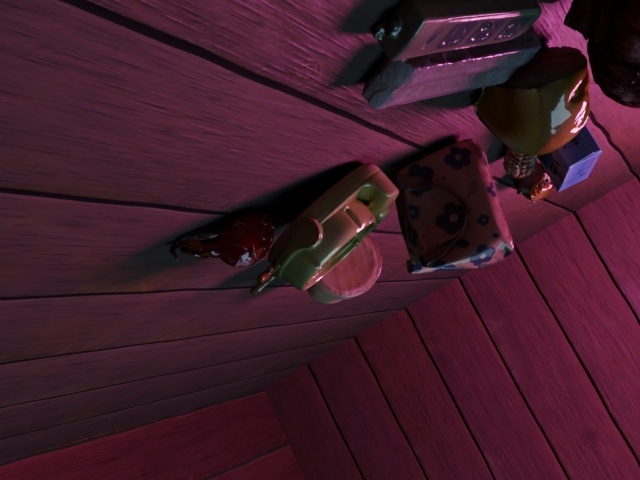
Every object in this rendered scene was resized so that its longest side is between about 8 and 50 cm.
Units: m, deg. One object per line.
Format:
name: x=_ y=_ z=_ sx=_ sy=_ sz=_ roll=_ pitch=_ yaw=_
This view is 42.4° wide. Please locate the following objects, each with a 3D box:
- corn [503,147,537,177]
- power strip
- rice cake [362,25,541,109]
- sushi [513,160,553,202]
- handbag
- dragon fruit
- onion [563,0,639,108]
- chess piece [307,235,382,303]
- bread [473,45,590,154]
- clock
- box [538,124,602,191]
corn: x=0.458 y=-0.202 z=1.859 sx=0.079 sy=0.080 sz=0.237 roll=-27 pitch=164 yaw=-1
power strip: x=0.192 y=-0.289 z=1.086 sx=0.285 sy=0.048 sz=0.080 roll=-18 pitch=165 yaw=-38
rice cake: x=0.196 y=-0.254 z=1.209 sx=0.297 sy=0.050 sz=0.106 roll=-18 pitch=164 yaw=-36
sushi: x=0.570 y=-0.153 z=2.210 sx=0.097 sy=0.103 sz=0.226 roll=-53 pitch=165 yaw=-6
handbag: x=0.249 y=-0.055 z=1.652 sx=0.193 sy=0.252 sz=0.190 roll=-15 pitch=172 yaw=-11
dragon fruit: x=-0.165 y=0.011 z=1.436 sx=0.190 sy=0.094 sz=0.094 roll=-18 pitch=164 yaw=-18
onion: x=0.468 y=-0.312 z=1.201 sx=0.219 sy=0.252 sz=0.252 roll=15 pitch=175 yaw=15
chess piece: x=0.035 y=0.082 z=1.954 sx=0.167 sy=0.167 sz=0.300 roll=-24 pitch=170 yaw=-13
bread: x=0.370 y=-0.228 z=1.391 sx=0.158 sy=0.156 sz=0.260 roll=-27 pitch=-157 yaw=-9
clock: x=0.000 y=0.000 z=1.531 sx=0.308 sy=0.096 sz=0.235 roll=-40 pitch=173 yaw=-17
box: x=0.537 y=-0.208 z=1.826 sx=0.083 sy=0.143 sz=0.232 roll=-28 pitch=167 yaw=6
